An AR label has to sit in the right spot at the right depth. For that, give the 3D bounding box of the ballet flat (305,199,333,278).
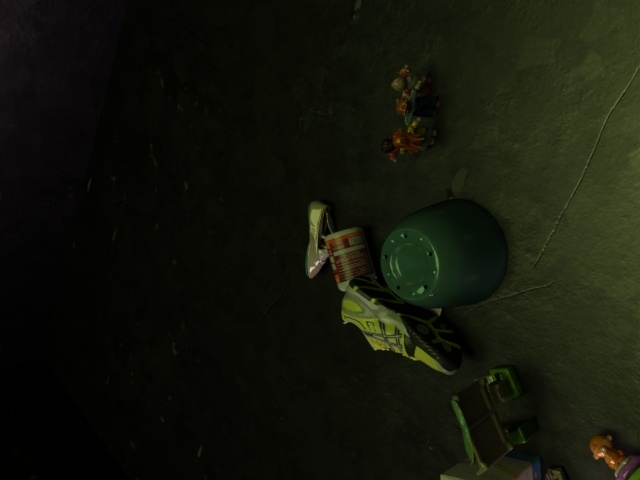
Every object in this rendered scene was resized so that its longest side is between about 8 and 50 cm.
[{"bbox_3d":[0.000,0.000,2.370,0.086,0.086,0.248,11,104,42],"label":"ballet flat"}]

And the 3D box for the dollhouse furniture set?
[{"bbox_3d":[0.392,0.455,1.927,0.151,0.302,0.197,-27,81,40],"label":"dollhouse furniture set"}]

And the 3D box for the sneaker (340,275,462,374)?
[{"bbox_3d":[0.222,0.252,2.110,0.385,0.145,0.147,37,120,26],"label":"sneaker"}]

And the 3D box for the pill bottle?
[{"bbox_3d":[0.097,0.079,2.258,0.121,0.121,0.221,-20,84,43],"label":"pill bottle"}]

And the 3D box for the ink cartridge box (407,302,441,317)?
[{"bbox_3d":[0.283,0.237,2.183,0.145,0.045,0.179,15,90,41],"label":"ink cartridge box"}]

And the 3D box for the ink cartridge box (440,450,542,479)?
[{"bbox_3d":[0.443,0.659,1.965,0.168,0.233,0.171,0,98,43],"label":"ink cartridge box"}]

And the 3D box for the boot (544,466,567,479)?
[{"bbox_3d":[0.598,0.644,1.952,0.106,0.037,0.114,-38,75,27],"label":"boot"}]

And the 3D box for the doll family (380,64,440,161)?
[{"bbox_3d":[0.246,-0.324,2.013,0.118,0.163,0.262,23,113,38],"label":"doll family"}]

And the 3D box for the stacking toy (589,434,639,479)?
[{"bbox_3d":[0.738,0.555,1.744,0.302,0.166,0.175,42,109,43],"label":"stacking toy"}]

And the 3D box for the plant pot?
[{"bbox_3d":[0.297,0.044,1.984,0.293,0.235,0.292,8,102,42],"label":"plant pot"}]
